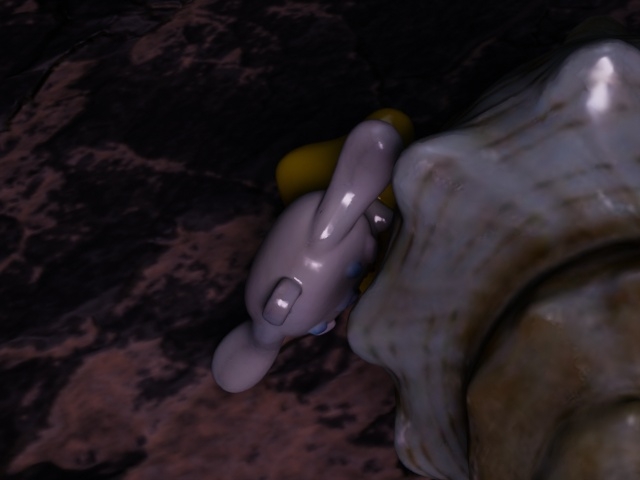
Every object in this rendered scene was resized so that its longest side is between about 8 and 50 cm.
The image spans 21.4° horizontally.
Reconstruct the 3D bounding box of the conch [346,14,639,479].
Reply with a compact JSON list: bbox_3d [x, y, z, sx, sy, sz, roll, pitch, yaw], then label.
[{"bbox_3d":[0.126,-0.008,0.612,0.203,0.169,0.386,23,45,-2],"label":"conch"}]

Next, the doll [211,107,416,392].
[{"bbox_3d":[0.003,-0.006,0.669,0.071,0.135,0.113,35,58,5],"label":"doll"}]
